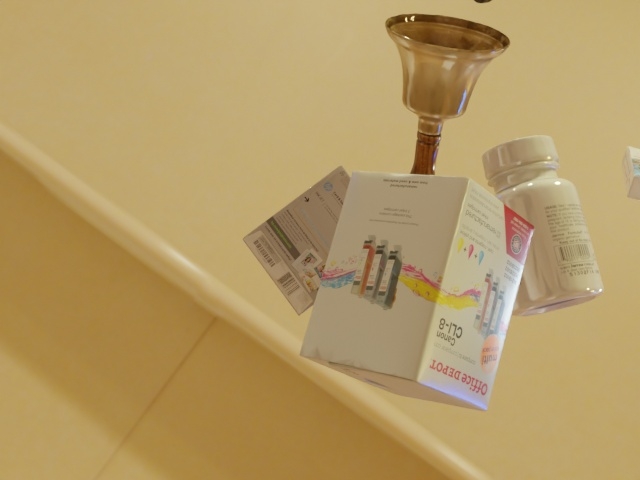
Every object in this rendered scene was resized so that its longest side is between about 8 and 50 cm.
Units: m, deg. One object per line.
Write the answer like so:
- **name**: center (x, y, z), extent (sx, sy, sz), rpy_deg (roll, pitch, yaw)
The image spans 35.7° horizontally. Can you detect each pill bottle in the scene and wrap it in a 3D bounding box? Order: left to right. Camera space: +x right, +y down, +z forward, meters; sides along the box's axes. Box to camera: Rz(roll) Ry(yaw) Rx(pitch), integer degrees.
- **pill bottle**: center (0.297, -0.020, 1.367), extent (0.131, 0.131, 0.229), rpy_deg (76, 2, -78)

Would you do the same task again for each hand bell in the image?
- **hand bell**: center (0.111, -0.102, 1.040), extent (0.126, 0.242, 0.126), rpy_deg (6, 28, -3)

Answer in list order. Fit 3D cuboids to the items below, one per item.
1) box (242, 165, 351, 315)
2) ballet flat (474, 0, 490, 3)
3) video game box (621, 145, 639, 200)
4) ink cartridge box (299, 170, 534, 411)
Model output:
- **box**: center (0.000, 0.000, 1.489), extent (0.145, 0.186, 0.038), rpy_deg (53, 1, 2)
- **ballet flat**: center (0.263, -0.451, 1.546), extent (0.057, 0.049, 0.173), rpy_deg (26, -42, 21)
- **video game box**: center (0.641, -0.098, 1.752), extent (0.205, 0.048, 0.187), rpy_deg (16, 22, 8)
- **ink cartridge box**: center (0.086, 0.045, 0.867), extent (0.127, 0.176, 0.128), rpy_deg (8, -14, 40)
